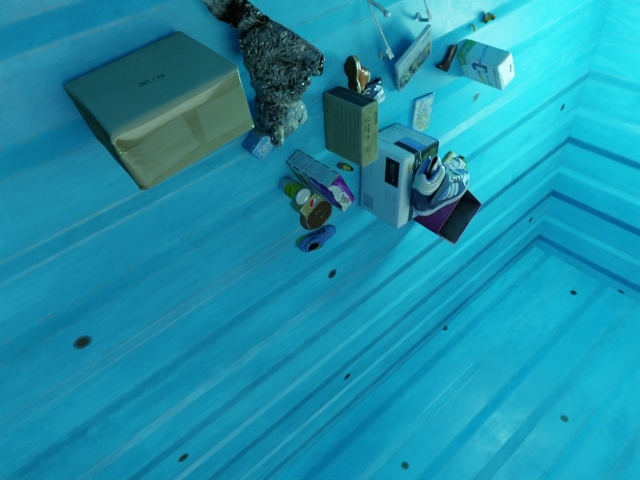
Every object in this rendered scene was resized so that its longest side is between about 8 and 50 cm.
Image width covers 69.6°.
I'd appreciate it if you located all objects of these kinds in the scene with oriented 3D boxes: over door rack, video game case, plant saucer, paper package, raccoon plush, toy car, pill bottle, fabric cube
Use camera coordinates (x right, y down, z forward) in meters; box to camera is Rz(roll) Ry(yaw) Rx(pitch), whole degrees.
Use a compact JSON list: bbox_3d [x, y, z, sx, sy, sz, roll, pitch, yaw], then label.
[{"bbox_3d":[0.278,-0.809,1.561,0.239,0.108,0.324,-46,143,-8],"label":"over door rack"},{"bbox_3d":[0.448,-0.557,2.029,0.119,0.015,0.166,-28,137,-29],"label":"video game case"},{"bbox_3d":[-0.010,-0.112,1.894,0.168,0.029,0.168,-28,136,-30],"label":"plant saucer"},{"bbox_3d":[-0.376,-0.320,1.090,0.325,0.309,0.168,-36,145,-20],"label":"paper package"},{"bbox_3d":[-0.201,-0.471,1.297,0.446,0.216,0.299,26,103,-23],"label":"raccoon plush"},{"bbox_3d":[0.695,-0.935,1.951,0.122,0.060,0.040,-40,111,-27],"label":"toy car"},{"bbox_3d":[-0.096,-0.183,1.667,0.065,0.116,0.065,-27,136,-30],"label":"pill bottle"},{"bbox_3d":[0.599,-0.170,2.310,0.254,0.258,0.259,22,102,-54],"label":"fabric cube"},{"bbox_3d":[0.356,-0.694,1.763,0.201,0.023,0.183,-52,163,-2],"label":"video game case"}]

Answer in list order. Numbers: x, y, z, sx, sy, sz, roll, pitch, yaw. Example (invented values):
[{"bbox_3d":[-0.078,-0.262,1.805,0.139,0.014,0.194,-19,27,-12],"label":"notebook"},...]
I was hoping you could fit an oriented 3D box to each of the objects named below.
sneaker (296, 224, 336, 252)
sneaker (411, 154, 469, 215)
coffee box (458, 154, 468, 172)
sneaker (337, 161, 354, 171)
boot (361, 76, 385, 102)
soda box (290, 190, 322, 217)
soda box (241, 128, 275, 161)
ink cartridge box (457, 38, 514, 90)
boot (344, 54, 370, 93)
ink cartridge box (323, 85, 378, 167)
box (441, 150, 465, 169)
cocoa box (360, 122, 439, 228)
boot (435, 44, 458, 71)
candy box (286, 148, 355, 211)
[{"bbox_3d":[0.000,0.000,1.954,0.209,0.082,0.069,-25,134,-34],"label":"sneaker"},{"bbox_3d":[0.494,-0.260,1.840,0.323,0.130,0.236,-35,145,-21],"label":"sneaker"},{"bbox_3d":[0.745,-0.363,2.488,0.113,0.040,0.184,-47,143,-4],"label":"coffee box"},{"bbox_3d":[0.105,-0.297,1.857,0.083,0.035,0.031,-3,120,-46],"label":"sneaker"},{"bbox_3d":[0.164,-0.531,1.712,0.190,0.069,0.086,-43,136,-25],"label":"boot"},{"bbox_3d":[-0.029,-0.180,1.788,0.181,0.061,0.058,-49,144,-5],"label":"soda box"},{"bbox_3d":[-0.158,-0.364,1.492,0.210,0.067,0.071,-53,144,2],"label":"soda box"},{"bbox_3d":[0.713,-0.757,1.981,0.093,0.212,0.154,-51,144,-2],"label":"ink cartridge box"},{"bbox_3d":[0.134,-0.600,1.626,0.084,0.059,0.158,-45,152,-15],"label":"boot"},{"bbox_3d":[0.109,-0.405,1.639,0.088,0.193,0.234,-34,140,-27],"label":"ink cartridge box"},{"bbox_3d":[0.691,-0.391,2.375,0.136,0.028,0.081,33,92,-28],"label":"box"},{"bbox_3d":[0.329,-0.276,1.949,0.228,0.231,0.347,-32,139,-29],"label":"cocoa box"},{"bbox_3d":[0.531,-0.770,1.923,0.106,0.037,0.114,-16,135,-56],"label":"boot"},{"bbox_3d":[0.000,-0.215,1.646,0.071,0.233,0.159,-48,142,-6],"label":"candy box"}]
